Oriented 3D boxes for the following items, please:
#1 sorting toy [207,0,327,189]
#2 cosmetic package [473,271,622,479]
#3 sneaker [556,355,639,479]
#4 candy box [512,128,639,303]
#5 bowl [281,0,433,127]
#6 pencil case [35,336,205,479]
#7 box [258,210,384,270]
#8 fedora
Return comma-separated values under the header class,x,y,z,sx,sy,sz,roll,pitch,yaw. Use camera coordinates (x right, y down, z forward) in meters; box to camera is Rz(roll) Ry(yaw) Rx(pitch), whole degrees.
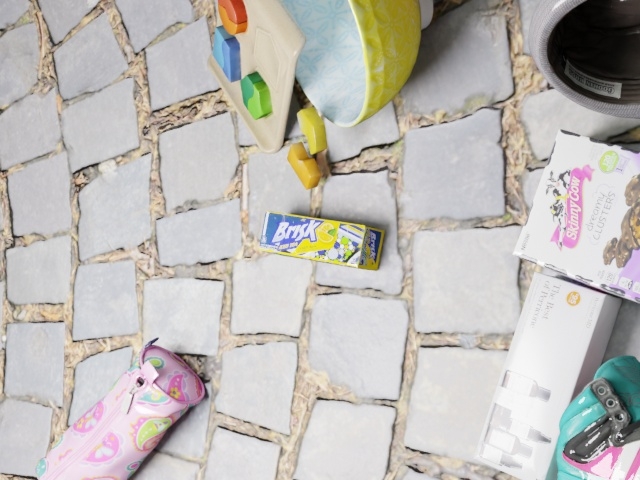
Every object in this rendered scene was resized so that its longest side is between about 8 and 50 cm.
class,x,y,z,sx,sy,sz,roll,pitch,yaw
sorting toy,-0.079,-0.229,1.671,0.307,0.041,0.229,58,150,27
cosmetic package,0.270,0.166,1.427,0.099,0.060,0.239,19,92,34
sneaker,0.376,0.205,1.299,0.295,0.123,0.178,-26,65,35
candy box,0.347,-0.023,1.401,0.196,0.070,0.165,22,94,34
bowl,0.054,-0.308,1.575,0.156,0.289,0.289,-23,62,-18
pencil case,-0.296,0.277,1.750,0.284,0.124,0.124,-47,60,19
box,0.000,0.000,1.639,0.168,0.054,0.059,9,87,34
fedora,0.378,-0.257,1.362,0.275,0.244,0.124,-13,45,37
